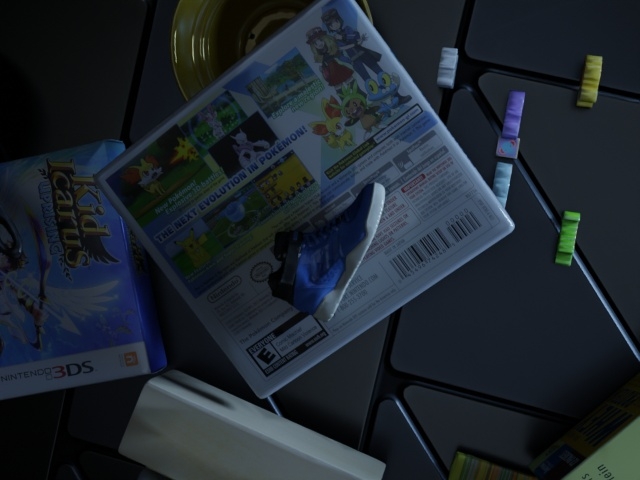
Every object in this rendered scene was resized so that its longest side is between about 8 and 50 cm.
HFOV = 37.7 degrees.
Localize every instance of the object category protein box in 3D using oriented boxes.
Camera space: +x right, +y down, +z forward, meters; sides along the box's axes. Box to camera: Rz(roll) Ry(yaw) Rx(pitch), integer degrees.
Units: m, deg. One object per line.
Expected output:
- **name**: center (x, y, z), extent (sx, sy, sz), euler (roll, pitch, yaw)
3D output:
- **protein box**: center (0.354, 0.246, 0.924), extent (0.201, 0.136, 0.200), euler (-39, 85, -1)

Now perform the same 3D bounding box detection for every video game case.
- **video game case**: center (-0.324, 0.039, 1.080), extent (0.244, 0.061, 0.270), euler (-11, 90, 9)
- **video game case**: center (-0.021, -0.041, 0.966), extent (0.329, 0.036, 0.300), euler (-35, 95, 14)

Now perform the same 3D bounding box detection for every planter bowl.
- **planter bowl**: center (-0.046, -0.207, 1.006), extent (0.217, 0.090, 0.217), euler (1, 98, 8)

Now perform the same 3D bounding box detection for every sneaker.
- **sneaker**: center (0.000, 0.000, 0.921), extent (0.084, 0.058, 0.152), euler (24, 111, -6)

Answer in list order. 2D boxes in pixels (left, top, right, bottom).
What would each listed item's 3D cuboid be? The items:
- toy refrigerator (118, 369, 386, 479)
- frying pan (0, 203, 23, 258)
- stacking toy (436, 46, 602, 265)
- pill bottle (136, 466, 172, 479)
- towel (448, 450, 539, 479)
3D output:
- **toy refrigerator**: center (-0.073, 0.242, 1.024), extent (0.269, 0.102, 0.094), euler (23, 93, 7)
- **frying pan**: center (-0.399, -0.120, 1.054), extent (0.326, 0.053, 0.197), euler (25, 76, 19)
- **stacking toy**: center (0.198, -0.093, 0.994), extent (0.167, 0.052, 0.221), euler (8, 94, 9)
- **pill bottle**: center (-0.177, 0.383, 1.033), extent (0.130, 0.130, 0.246), euler (21, 95, 8)
- **towel**: center (0.248, 0.310, 1.019), extent (0.237, 0.021, 0.102), euler (16, 100, 7)
